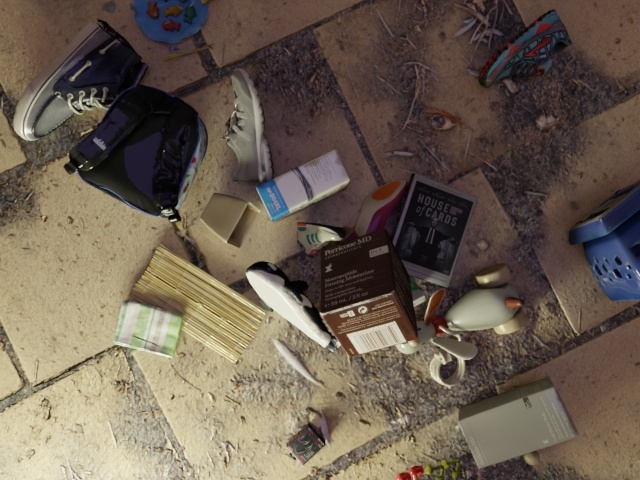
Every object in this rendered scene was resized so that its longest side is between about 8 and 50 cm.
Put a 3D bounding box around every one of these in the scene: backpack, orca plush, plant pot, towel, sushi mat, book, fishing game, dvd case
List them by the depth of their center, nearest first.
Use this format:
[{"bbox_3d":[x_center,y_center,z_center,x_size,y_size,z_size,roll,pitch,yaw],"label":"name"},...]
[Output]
[{"bbox_3d":[-0.385,-0.208,1.281,0.276,0.213,0.263,28,95,-7],"label":"backpack"},{"bbox_3d":[0.748,-0.009,1.310,0.236,0.236,0.212,-38,82,-3],"label":"plant pot"},{"bbox_3d":[-0.043,0.136,1.335,0.287,0.151,0.102,36,56,2],"label":"orca plush"},{"bbox_3d":[-0.222,-0.056,1.337,0.096,0.109,0.109,28,87,12],"label":"plant pot"},{"bbox_3d":[0.168,0.146,1.343,0.144,0.096,0.035,-28,124,-5],"label":"book"},{"bbox_3d":[-0.415,0.214,1.344,0.152,0.023,0.113,15,96,1],"label":"towel"},{"bbox_3d":[-0.298,0.154,1.362,0.316,0.019,0.151,33,88,0],"label":"sushi mat"},{"bbox_3d":[0.268,-0.023,1.367,0.179,0.029,0.239,19,89,-13],"label":"dvd case"},{"bbox_3d":[-0.374,-0.582,1.381,0.189,0.041,0.264,-13,88,-5],"label":"fishing game"}]

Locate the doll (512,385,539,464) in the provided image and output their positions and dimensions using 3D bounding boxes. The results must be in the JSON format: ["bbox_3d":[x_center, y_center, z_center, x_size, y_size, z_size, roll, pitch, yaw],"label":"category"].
[{"bbox_3d":[0.516,0.455,1.366,0.129,0.046,0.189,-2,88,5],"label":"doll"}]

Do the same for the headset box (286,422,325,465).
[{"bbox_3d":[-0.038,0.496,1.352,0.083,0.032,0.062,-41,90,-5],"label":"headset box"}]

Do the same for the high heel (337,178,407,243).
[{"bbox_3d":[0.144,-0.040,1.375,0.244,0.082,0.117,-48,127,-18],"label":"high heel"}]

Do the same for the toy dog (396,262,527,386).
[{"bbox_3d":[0.349,0.188,1.315,0.333,0.161,0.220,-44,90,-3],"label":"toy dog"}]

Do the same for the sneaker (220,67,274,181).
[{"bbox_3d":[-0.189,-0.273,1.341,0.115,0.105,0.281,-10,89,-3],"label":"sneaker"}]

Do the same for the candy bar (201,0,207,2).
[{"bbox_3d":[-0.230,-0.639,1.393,0.161,0.018,0.040,-26,89,-7],"label":"candy bar"}]

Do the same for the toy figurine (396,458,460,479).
[{"bbox_3d":[0.167,0.639,1.311,0.362,0.217,0.191,3,68,-45],"label":"toy figurine"}]

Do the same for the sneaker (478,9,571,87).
[{"bbox_3d":[0.513,-0.450,1.377,0.262,0.104,0.125,-39,92,-3],"label":"sneaker"}]

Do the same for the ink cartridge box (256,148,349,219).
[{"bbox_3d":[-0.040,-0.124,1.319,0.203,0.148,0.086,-26,88,-3],"label":"ink cartridge box"}]

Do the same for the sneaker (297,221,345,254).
[{"bbox_3d":[0.000,0.000,1.326,0.057,0.161,0.075,3,96,-41],"label":"sneaker"}]

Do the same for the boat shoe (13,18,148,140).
[{"bbox_3d":[-0.558,-0.349,1.317,0.158,0.127,0.341,35,86,7],"label":"boat shoe"}]

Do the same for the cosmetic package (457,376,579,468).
[{"bbox_3d":[0.453,0.425,1.307,0.238,0.107,0.127,-27,84,12],"label":"cosmetic package"}]

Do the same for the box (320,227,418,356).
[{"bbox_3d":[0.105,0.117,1.243,0.168,0.203,0.167,-19,129,16],"label":"box"}]
